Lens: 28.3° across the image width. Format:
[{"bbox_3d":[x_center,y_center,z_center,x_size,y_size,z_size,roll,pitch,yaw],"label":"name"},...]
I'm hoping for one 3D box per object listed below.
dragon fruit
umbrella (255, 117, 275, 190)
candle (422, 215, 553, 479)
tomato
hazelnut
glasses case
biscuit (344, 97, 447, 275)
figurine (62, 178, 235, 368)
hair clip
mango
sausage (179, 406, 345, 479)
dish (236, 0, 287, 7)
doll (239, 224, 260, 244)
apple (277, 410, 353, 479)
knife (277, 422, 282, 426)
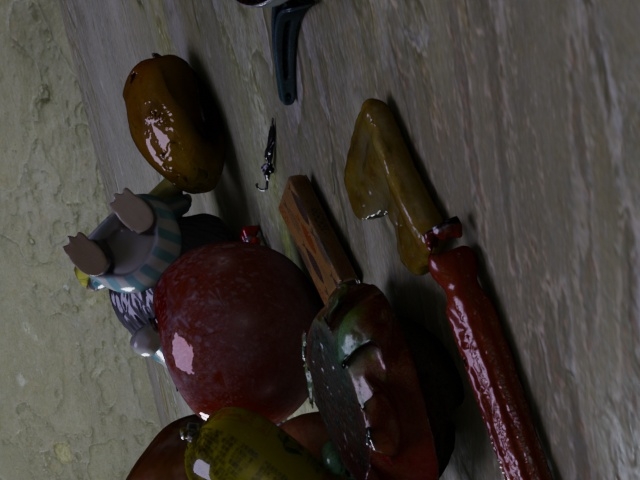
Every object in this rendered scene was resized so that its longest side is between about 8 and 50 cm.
[{"bbox_3d":[0.065,0.168,1.369,0.295,0.130,0.268,102,148,-61],"label":"dragon fruit"},{"bbox_3d":[-0.069,-0.117,1.756,0.148,0.022,0.022,108,180,-51],"label":"umbrella"},{"bbox_3d":[0.162,0.139,1.159,0.051,0.048,0.329,-9,-100,-64],"label":"candle"},{"bbox_3d":[-0.104,0.127,1.740,0.270,0.227,0.270,-22,-90,-86],"label":"tomato"},{"bbox_3d":[-0.243,0.534,2.538,0.366,0.366,0.365,163,90,-75],"label":"hazelnut"},{"bbox_3d":[0.000,0.000,1.588,0.170,0.041,0.064,64,151,31],"label":"glasses case"},{"bbox_3d":[0.073,-0.035,1.298,0.174,0.039,0.183,103,148,-59],"label":"biscuit"},{"bbox_3d":[-0.207,0.095,2.083,0.378,0.266,0.361,44,-178,3],"label":"figurine"},{"bbox_3d":[-0.036,-0.235,1.489,0.229,0.039,0.070,96,154,-65],"label":"hair clip"},{"bbox_3d":[-0.231,-0.187,2.047,0.248,0.151,0.156,61,-167,20],"label":"mango"},{"bbox_3d":[-0.021,0.319,1.484,0.347,0.123,0.123,40,164,-3],"label":"sausage"},{"bbox_3d":[-0.028,-0.301,1.327,0.141,0.078,0.141,-15,69,44],"label":"dish"},{"bbox_3d":[-0.092,0.074,1.960,0.104,0.062,0.194,-39,59,55],"label":"doll"},{"bbox_3d":[-0.004,0.325,1.628,0.164,0.210,0.209,-131,27,-72],"label":"apple"},{"bbox_3d":[-0.073,0.244,2.114,0.398,0.038,0.132,118,130,-68],"label":"knife"}]
